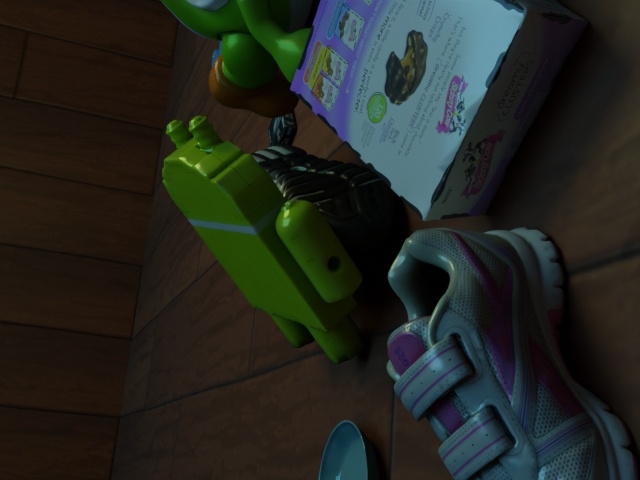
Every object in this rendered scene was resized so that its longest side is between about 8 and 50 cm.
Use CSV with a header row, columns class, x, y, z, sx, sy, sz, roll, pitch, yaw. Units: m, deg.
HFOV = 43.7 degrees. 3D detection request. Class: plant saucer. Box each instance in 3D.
class,x,y,z,sx,sy,sz,roll,pitch,yaw
plant saucer,0.028,0.226,0.731,0.119,0.021,0.119,-169,90,-72

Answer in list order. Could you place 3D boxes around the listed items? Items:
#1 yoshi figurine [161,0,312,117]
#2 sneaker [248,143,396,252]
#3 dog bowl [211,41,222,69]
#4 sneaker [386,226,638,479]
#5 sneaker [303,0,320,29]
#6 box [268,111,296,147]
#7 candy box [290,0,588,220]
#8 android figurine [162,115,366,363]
class,x,y,z,sx,sy,sz,roll,pitch,yaw
yoshi figurine,-0.020,-0.264,0.756,0.203,0.203,0.362,-43,-8,-17
sneaker,0.000,0.000,0.864,0.281,0.107,0.162,-144,41,-59
dog bowl,-0.140,-0.430,1.502,0.166,0.074,0.297,154,123,-68
sneaker,0.093,0.092,0.470,0.252,0.111,0.103,-98,26,-43
sneaker,0.012,-0.396,1.007,0.121,0.108,0.302,-136,55,-60
box,-0.058,-0.167,1.202,0.083,0.018,0.067,-100,27,-47
candy box,0.076,-0.137,0.605,0.196,0.070,0.164,50,130,36
android figurine,-0.060,-0.002,0.776,0.056,0.272,0.248,-40,20,-20
